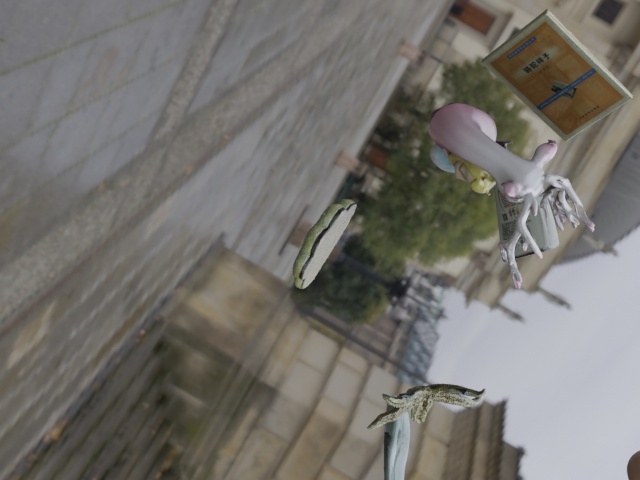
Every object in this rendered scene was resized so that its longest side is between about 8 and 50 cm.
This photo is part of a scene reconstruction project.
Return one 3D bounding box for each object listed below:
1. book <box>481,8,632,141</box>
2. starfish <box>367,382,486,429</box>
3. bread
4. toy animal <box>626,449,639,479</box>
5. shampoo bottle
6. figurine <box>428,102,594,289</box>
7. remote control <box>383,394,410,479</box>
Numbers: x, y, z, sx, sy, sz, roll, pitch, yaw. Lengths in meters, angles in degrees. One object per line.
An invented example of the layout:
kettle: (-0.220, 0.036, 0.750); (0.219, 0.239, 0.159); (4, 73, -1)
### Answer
book: (0.447, -0.306, 1.927); (0.170, 0.241, 0.018); (-36, -158, 42)
starfish: (0.174, 0.270, 1.671); (0.176, 0.208, 0.053); (106, -24, -58)
bread: (0.000, 0.000, 2.786); (0.287, 0.056, 0.207); (-59, 166, -2)
toy animal: (0.696, 0.530, 2.101); (0.149, 0.165, 0.248); (10, -93, 55)
shampoo bottle: (0.445, -0.102, 2.325); (0.071, 0.284, 0.153); (-12, 177, -38)
figurine: (0.375, -0.106, 1.984); (0.206, 0.316, 0.284); (-31, 136, -7)
remote control: (0.159, 0.445, 2.107); (0.097, 0.045, 0.256); (46, 43, -58)
